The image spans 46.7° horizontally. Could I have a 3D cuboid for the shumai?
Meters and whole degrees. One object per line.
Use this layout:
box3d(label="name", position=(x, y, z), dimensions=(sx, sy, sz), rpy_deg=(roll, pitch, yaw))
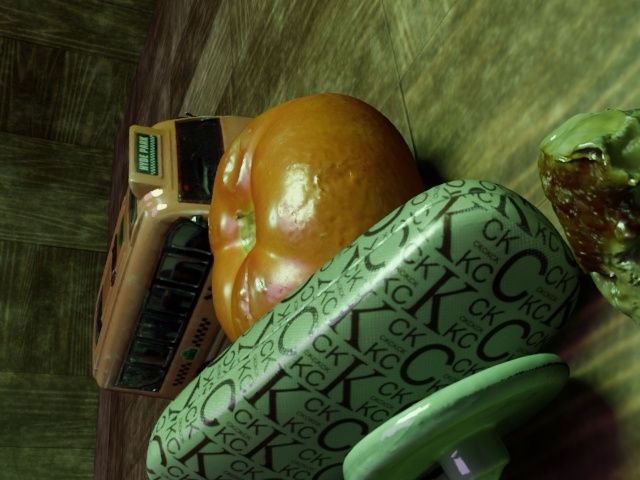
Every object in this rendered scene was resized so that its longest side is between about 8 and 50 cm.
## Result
box3d(label="shumai", position=(0.164, -0.021, 0.411), dimensions=(0.139, 0.105, 0.123), rpy_deg=(-65, -8, -55))

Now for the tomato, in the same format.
box3d(label="tomato", position=(0.001, 0.003, 0.668), dimensions=(0.260, 0.180, 0.259), rpy_deg=(-174, 90, -69))

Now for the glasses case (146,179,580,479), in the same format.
box3d(label="glasses case", position=(0.018, 0.096, 0.527), dimensions=(0.355, 0.137, 0.085), rpy_deg=(-40, 32, 23))

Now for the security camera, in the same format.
box3d(label="security camera", position=(0.065, 0.177, 0.504), dimensions=(0.080, 0.157, 0.301), rpy_deg=(62, 140, 29))

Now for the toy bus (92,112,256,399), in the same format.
box3d(label="toy bus", position=(-0.178, 0.033, 1.016), dimensions=(0.203, 0.233, 0.426), rpy_deg=(-103, 30, -41))
